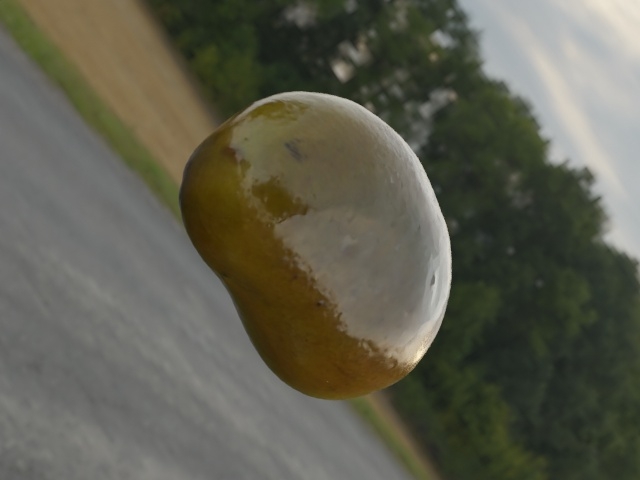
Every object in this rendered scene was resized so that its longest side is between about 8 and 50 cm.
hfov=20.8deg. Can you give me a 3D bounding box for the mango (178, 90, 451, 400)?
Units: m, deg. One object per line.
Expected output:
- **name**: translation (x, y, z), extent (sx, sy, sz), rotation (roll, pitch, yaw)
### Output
- **mango**: translation (0.002, -0.002, 0.786), extent (0.090, 0.115, 0.178), rotation (13, -32, 37)
